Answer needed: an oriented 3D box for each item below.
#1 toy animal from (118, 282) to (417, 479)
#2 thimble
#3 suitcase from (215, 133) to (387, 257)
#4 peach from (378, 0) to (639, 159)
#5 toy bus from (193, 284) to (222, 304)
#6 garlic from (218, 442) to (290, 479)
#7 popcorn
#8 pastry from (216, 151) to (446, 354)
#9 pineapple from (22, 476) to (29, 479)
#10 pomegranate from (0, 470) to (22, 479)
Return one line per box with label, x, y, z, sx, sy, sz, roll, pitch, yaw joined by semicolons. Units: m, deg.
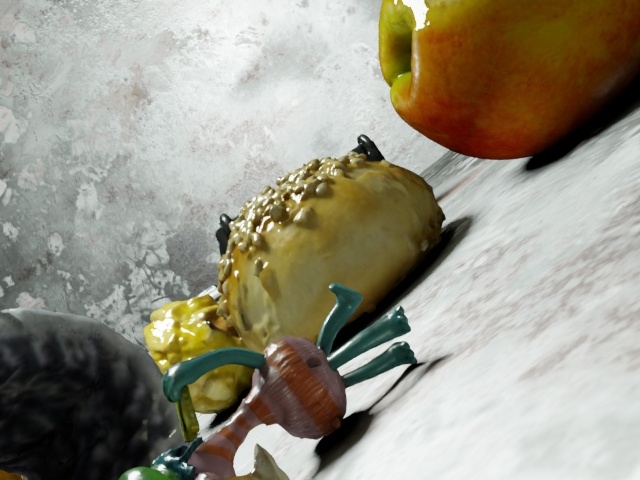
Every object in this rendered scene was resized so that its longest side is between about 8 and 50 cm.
toy animal;-0.035;0.100;0.439;0.208;0.103;0.100;-36;9;-25
thimble;-0.209;0.173;0.466;0.157;0.217;0.245;-48;9;23
suitcase;-0.021;-0.019;1.337;0.345;0.188;0.339;-33;-2;-11
peach;0.236;-0.248;0.833;0.333;0.307;0.308;-24;-1;-9
toy bus;-0.147;0.141;1.161;0.097;0.138;0.342;-37;0;-6
garlic;-0.095;0.178;0.307;0.198;0.090;0.128;-46;-15;16
popcorn;-0.149;0.142;0.908;0.148;0.167;0.152;16;-65;-47
pastry;0.000;0.000;0.860;0.284;0.184;0.316;-38;2;28
pineapple;-0.244;0.261;0.846;0.237;0.119;0.111;-31;-52;-71
pomegranate;-0.532;0.318;0.737;0.417;0.416;0.416;-40;2;1
